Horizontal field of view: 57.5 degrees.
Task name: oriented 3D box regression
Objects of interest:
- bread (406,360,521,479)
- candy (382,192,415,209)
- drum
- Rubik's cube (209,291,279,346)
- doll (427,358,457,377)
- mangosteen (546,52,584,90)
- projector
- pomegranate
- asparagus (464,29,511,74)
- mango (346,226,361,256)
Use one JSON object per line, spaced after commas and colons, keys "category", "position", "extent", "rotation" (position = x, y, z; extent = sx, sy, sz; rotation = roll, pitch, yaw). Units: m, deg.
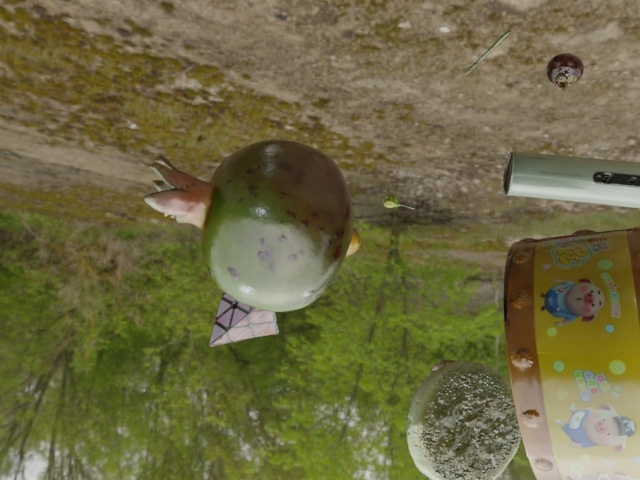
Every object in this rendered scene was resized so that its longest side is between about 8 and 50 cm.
{"category": "bread", "position": [0.297, 0.379, 1.184], "extent": [0.267, 0.266, 0.040], "rotation": [6, 177, -13]}
{"category": "candy", "position": [0.205, -0.094, 1.490], "extent": [0.123, 0.035, 0.035], "rotation": [11, 166, -41]}
{"category": "drum", "position": [0.452, 0.192, 0.947], "extent": [0.214, 0.430, 0.431], "rotation": [-10, 169, 27]}
{"category": "Rubik's cube", "position": [-0.195, 0.143, 1.535], "extent": [0.211, 0.178, 0.190], "rotation": [-3, 142, -42]}
{"category": "doll", "position": [0.330, 0.369, 1.512], "extent": [0.115, 0.105, 0.221], "rotation": [19, 166, 11]}
{"category": "mangosteen", "position": [0.553, -0.385, 1.325], "extent": [0.081, 0.080, 0.081], "rotation": [5, 175, 0]}
{"category": "projector", "position": [0.603, -0.139, 1.346], "extent": [0.338, 0.108, 0.108], "rotation": [6, 176, 8]}
{"category": "pomegranate", "position": [-0.105, -0.018, 0.929], "extent": [0.324, 0.290, 0.291], "rotation": [-9, 180, -19]}
{"category": "asparagus", "position": [0.434, -0.489, 1.521], "extent": [0.016, 0.013, 0.166], "rotation": [-9, 157, -38]}
{"category": "mango", "position": [0.000, 0.001, 1.199], "extent": [0.178, 0.090, 0.115], "rotation": [-1, 169, 17]}
